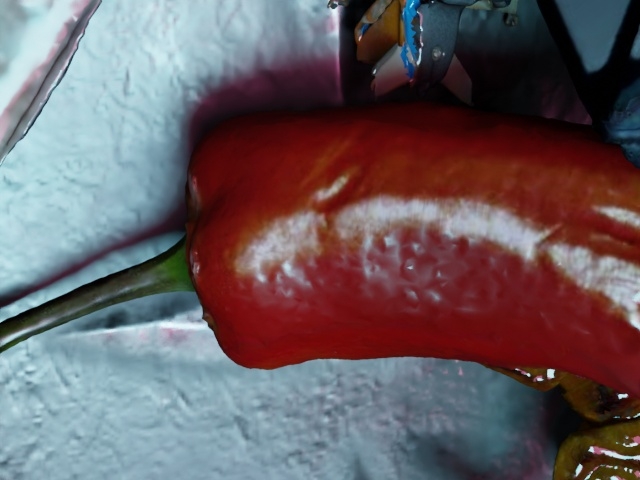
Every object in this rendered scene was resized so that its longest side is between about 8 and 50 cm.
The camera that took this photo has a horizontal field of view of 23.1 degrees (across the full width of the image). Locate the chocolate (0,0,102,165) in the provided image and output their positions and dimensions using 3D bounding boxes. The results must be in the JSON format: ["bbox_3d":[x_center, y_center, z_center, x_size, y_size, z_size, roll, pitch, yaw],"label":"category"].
[{"bbox_3d":[-0.214,-0.096,0.679,0.185,0.100,0.303,30,100,-33],"label":"chocolate"}]

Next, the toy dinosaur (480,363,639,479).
[{"bbox_3d":[0.184,0.121,0.846,0.432,0.097,0.208,40,106,-4],"label":"toy dinosaur"}]

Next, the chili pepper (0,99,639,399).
[{"bbox_3d":[0.001,-0.003,0.746,0.338,0.134,0.131,3,103,17],"label":"chili pepper"}]

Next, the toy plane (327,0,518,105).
[{"bbox_3d":[0.060,-0.159,0.757,0.135,0.062,0.188,1,106,-45],"label":"toy plane"}]

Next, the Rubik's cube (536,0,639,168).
[{"bbox_3d":[0.246,-0.135,0.663,0.246,0.248,0.250,30,123,-34],"label":"Rubik's cube"}]
